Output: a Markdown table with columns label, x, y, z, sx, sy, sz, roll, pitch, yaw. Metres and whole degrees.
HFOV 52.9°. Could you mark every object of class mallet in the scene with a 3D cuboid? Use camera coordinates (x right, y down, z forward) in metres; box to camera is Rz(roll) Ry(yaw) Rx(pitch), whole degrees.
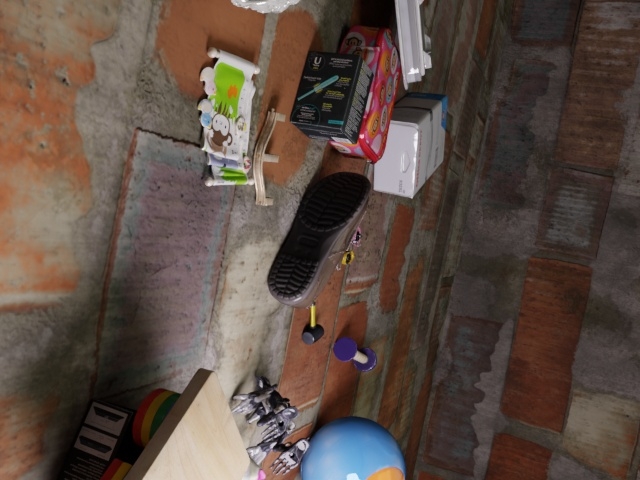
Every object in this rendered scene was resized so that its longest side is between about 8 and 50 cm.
| label | x | y | z | sx | sy | sz | roll | pitch | yaw |
| --- | --- | --- | --- | --- | --- | --- | --- | --- | --- |
| mallet | -0.023 | 0.171 | 1.600 | 0.062 | 0.039 | 0.189 | -39 | 132 | -53 |

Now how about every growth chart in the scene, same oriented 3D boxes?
| label | x | y | z | sx | sy | sz | roll | pitch | yaw |
| --- | --- | --- | --- | --- | --- | --- | --- | --- | --- |
| growth chart | -0.156 | -0.204 | 1.103 | 0.172 | 0.021 | 0.237 | -23 | 122 | -62 |

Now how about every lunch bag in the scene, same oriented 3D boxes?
| label | x | y | z | sx | sy | sz | roll | pitch | yaw |
| --- | --- | --- | --- | --- | --- | --- | --- | --- | --- |
| lunch bag | 0.112 | -0.340 | 1.550 | 0.258 | 0.120 | 0.292 | 28 | 73 | -72 |

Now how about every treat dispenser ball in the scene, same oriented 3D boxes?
| label | x | y | z | sx | sy | sz | roll | pitch | yaw |
| --- | --- | --- | --- | --- | --- | --- | --- | --- | --- |
| treat dispenser ball | 0.089 | 0.631 | 1.767 | 0.288 | 0.288 | 0.288 | 12 | 90 | -68 |

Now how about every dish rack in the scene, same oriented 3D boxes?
| label | x | y | z | sx | sy | sz | roll | pitch | yaw |
| --- | --- | --- | --- | --- | --- | --- | --- | --- | --- |
| dish rack | 0.240 | -0.558 | 1.641 | 0.332 | 0.073 | 0.285 | -72 | 154 | -62 |

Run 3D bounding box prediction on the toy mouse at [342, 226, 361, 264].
| label | x | y | z | sx | sy | sz | roll | pitch | yaw |
| --- | --- | --- | --- | --- | --- | --- | --- | --- | --- |
| toy mouse | 0.078 | -0.008 | 1.740 | 0.161 | 0.031 | 0.143 | -23 | 123 | -63 |

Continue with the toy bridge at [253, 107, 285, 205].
| label | x | y | z | sx | sy | sz | roll | pitch | yaw |
| --- | --- | --- | --- | --- | --- | --- | --- | --- | --- |
| toy bridge | -0.104 | -0.161 | 1.238 | 0.063 | 0.026 | 0.188 | -10 | 110 | -65 |

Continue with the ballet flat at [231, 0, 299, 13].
| label | x | y | z | sx | sy | sz | roll | pitch | yaw |
| --- | --- | --- | --- | --- | --- | --- | --- | --- | --- |
| ballet flat | -0.052 | -0.461 | 1.086 | 0.409 | 0.147 | 0.147 | -56 | 149 | -40 |

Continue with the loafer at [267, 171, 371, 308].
| label | x | y | z | sx | sy | sz | roll | pitch | yaw |
| --- | --- | --- | --- | --- | --- | --- | --- | --- | --- |
| loafer | 0.000 | 0.000 | 1.461 | 0.365 | 0.134 | 0.130 | -57 | 156 | -21 |

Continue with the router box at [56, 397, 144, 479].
| label | x | y | z | sx | sy | sz | roll | pitch | yaw |
| --- | --- | --- | --- | --- | --- | --- | --- | --- | --- |
| router box | -0.292 | 0.400 | 1.014 | 0.309 | 0.081 | 0.242 | 55 | 51 | -61 |

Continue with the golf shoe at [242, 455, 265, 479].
| label | x | y | z | sx | sy | sz | roll | pitch | yaw |
| --- | --- | --- | --- | --- | --- | --- | --- | --- | --- |
| golf shoe | -0.199 | 0.551 | 1.240 | 0.115 | 0.140 | 0.306 | 15 | 89 | -69 |

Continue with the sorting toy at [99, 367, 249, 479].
| label | x | y | z | sx | sy | sz | roll | pitch | yaw |
| --- | --- | --- | --- | --- | --- | --- | --- | --- | --- |
| sorting toy | -0.223 | 0.350 | 0.926 | 0.257 | 0.090 | 0.255 | 80 | 31 | -41 |

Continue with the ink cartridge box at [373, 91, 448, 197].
| label | x | y | z | sx | sy | sz | roll | pitch | yaw |
| --- | --- | --- | --- | --- | --- | --- | --- | --- | --- |
| ink cartridge box | 0.273 | -0.294 | 1.924 | 0.307 | 0.129 | 0.223 | -46 | 142 | -52 |

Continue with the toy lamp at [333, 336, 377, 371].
| label | x | y | z | sx | sy | sz | roll | pitch | yaw |
| --- | --- | --- | --- | --- | --- | --- | --- | --- | --- |
| toy lamp | 0.116 | 0.352 | 1.958 | 0.275 | 0.080 | 0.080 | 43 | 62 | -65 |

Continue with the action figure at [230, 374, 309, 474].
| label | x | y | z | sx | sy | sz | roll | pitch | yaw |
| --- | --- | --- | --- | --- | --- | --- | --- | --- | --- |
| action figure | -0.116 | 0.379 | 1.343 | 0.164 | 0.141 | 0.276 | 67 | -14 | -6 |

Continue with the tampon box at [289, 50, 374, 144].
| label | x | y | z | sx | sy | sz | roll | pitch | yaw |
| --- | --- | --- | --- | --- | --- | --- | --- | --- | --- |
| tampon box | 0.026 | -0.299 | 1.350 | 0.101 | 0.121 | 0.160 | 28 | 76 | -66 |
